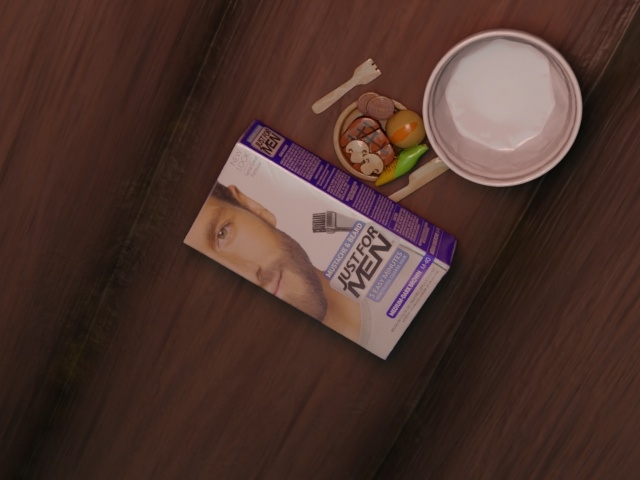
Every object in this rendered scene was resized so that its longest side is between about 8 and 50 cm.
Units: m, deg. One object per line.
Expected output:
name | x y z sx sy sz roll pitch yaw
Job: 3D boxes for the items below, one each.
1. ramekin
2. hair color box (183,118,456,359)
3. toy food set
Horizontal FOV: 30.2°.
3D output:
ramekin | 0.241 -0.186 1.581 0.207 0.109 0.207 3 111 8
hair color box | 0.000 0.000 1.680 0.338 0.110 0.185 31 117 -1
toy food set | 0.081 -0.142 1.659 0.132 0.038 0.192 -35 101 19
